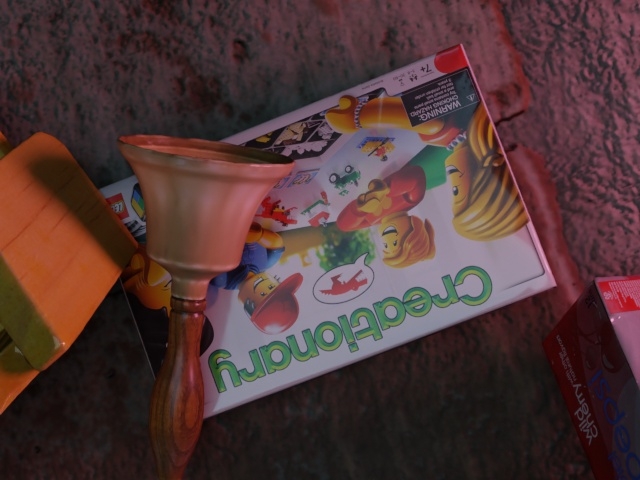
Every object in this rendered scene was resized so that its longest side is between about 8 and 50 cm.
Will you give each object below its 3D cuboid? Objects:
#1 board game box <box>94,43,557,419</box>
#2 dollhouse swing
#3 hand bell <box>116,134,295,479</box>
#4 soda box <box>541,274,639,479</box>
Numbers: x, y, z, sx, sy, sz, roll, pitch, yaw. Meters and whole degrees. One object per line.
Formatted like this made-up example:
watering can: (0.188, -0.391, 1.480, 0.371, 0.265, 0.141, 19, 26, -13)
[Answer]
board game box: (0.000, 0.000, 1.036, 0.305, 0.053, 0.193, -22, 83, 7)
dollhouse swing: (-0.365, 0.029, 0.960, 0.347, 0.315, 0.305, -40, 99, 13)
hand bell: (-0.095, 0.053, 0.984, 0.126, 0.126, 0.242, 9, 100, 9)
soda box: (0.241, 0.154, 0.911, 0.083, 0.092, 0.263, -4, 57, -22)
